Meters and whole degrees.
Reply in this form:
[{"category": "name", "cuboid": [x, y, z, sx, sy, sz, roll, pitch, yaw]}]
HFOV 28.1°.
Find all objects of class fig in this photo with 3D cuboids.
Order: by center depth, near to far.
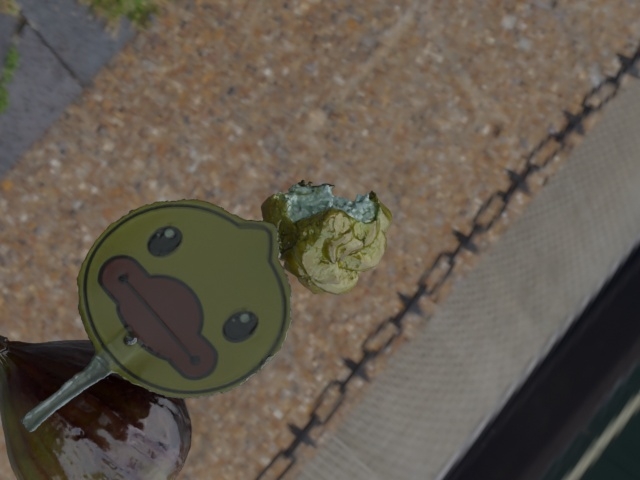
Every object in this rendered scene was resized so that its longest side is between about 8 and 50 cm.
[{"category": "fig", "cuboid": [-0.305, 0.178, 1.423, 0.321, 0.217, 0.217, 37, 86, -20]}]

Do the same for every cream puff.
[{"category": "cream puff", "cuboid": [-0.001, 0.001, 1.453, 0.156, 0.156, 0.121, -15, 121, -35]}]

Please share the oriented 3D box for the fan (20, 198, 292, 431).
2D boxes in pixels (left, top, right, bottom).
[{"category": "fan", "cuboid": [-0.174, 0.083, 1.328, 0.335, 0.229, 0.011, -39, 165, -18]}]
